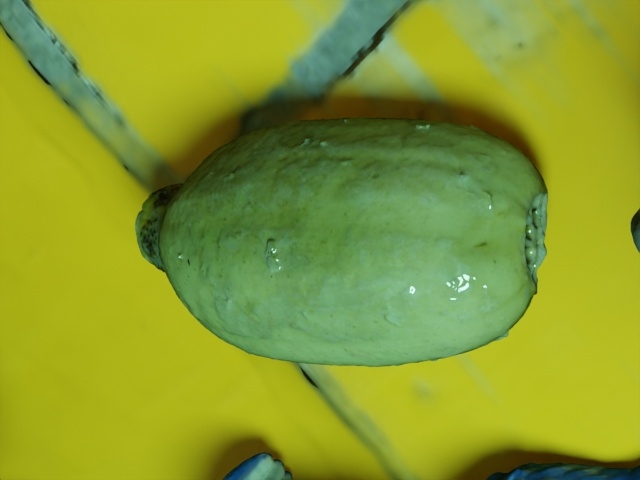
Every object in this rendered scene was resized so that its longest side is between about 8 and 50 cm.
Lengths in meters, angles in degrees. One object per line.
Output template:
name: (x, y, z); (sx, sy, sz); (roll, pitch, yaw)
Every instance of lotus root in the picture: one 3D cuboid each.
lotus root: (-0.001, 0.000, 0.713); (0.183, 0.090, 0.077); (3, 157, 37)

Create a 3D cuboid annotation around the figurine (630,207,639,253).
figurine: (0.226, 0.139, 0.575); (0.387, 0.166, 0.207); (61, 150, -4)

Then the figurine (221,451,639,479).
figurine: (0.051, 0.176, 0.755); (0.262, 0.121, 0.164); (-4, 109, 36)
